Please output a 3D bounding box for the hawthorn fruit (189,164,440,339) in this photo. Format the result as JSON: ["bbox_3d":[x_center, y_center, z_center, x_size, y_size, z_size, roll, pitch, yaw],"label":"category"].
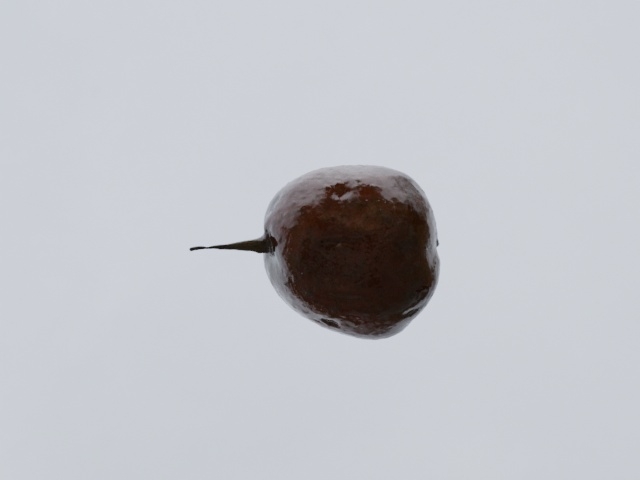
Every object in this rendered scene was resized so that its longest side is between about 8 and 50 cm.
[{"bbox_3d":[0.017,0.005,1.475,0.189,0.149,0.149,10,-63,-40],"label":"hawthorn fruit"}]
